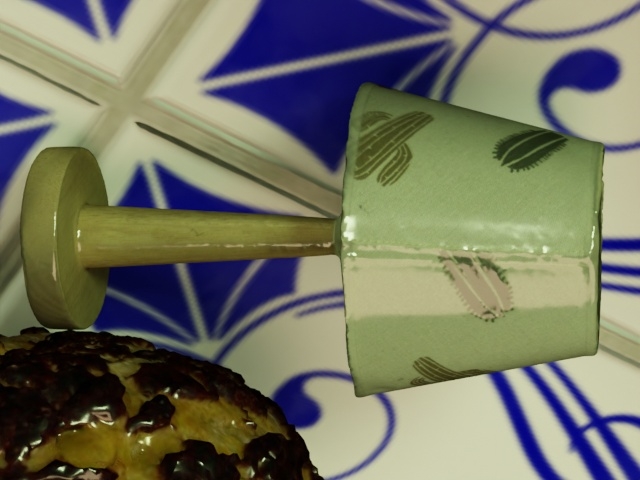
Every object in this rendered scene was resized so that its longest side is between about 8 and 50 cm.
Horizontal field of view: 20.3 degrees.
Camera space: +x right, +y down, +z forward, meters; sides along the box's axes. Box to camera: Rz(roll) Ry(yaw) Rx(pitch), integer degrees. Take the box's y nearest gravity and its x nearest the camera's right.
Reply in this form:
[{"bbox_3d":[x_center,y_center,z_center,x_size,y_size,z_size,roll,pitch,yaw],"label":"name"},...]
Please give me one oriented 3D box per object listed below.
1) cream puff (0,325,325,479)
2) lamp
[{"bbox_3d":[-0.105,0.120,0.705,0.239,0.239,0.165,4,94,-9],"label":"cream puff"},{"bbox_3d":[0.000,0.000,0.681,0.215,0.121,0.121,0,130,11],"label":"lamp"}]
